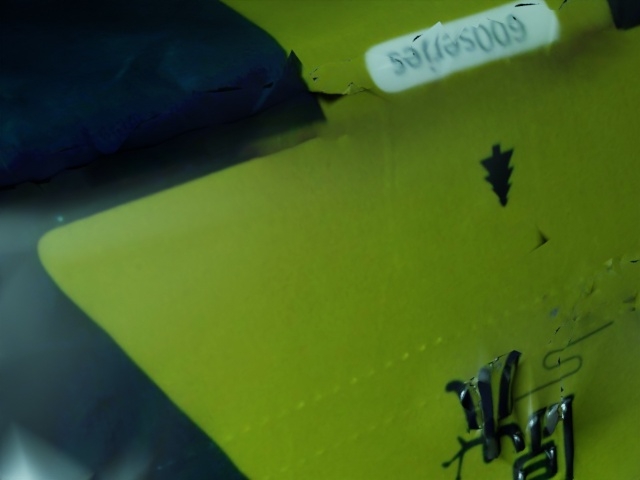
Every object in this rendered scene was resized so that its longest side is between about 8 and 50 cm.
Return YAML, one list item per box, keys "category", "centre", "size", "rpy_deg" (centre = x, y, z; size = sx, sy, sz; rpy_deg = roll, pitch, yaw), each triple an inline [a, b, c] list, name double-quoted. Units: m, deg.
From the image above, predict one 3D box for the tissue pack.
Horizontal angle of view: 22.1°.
- category: "tissue pack"
  centre: [0.000, 0.000, 0.673]
  size: [0.417, 0.253, 0.264]
  rpy_deg: [-21, 116, -27]
